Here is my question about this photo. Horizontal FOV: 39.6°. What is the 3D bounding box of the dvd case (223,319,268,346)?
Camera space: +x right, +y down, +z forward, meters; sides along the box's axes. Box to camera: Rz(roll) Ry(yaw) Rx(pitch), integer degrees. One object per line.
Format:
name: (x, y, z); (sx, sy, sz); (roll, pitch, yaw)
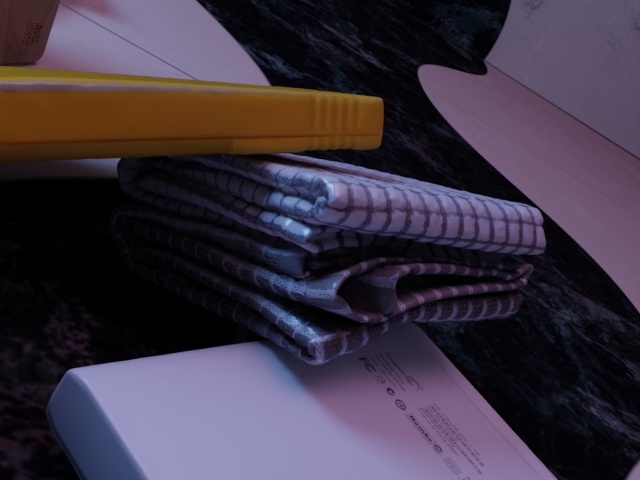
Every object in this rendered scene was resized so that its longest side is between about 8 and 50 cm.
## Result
dvd case: (0.001, 0.145, 0.660); (0.179, 0.029, 0.238); (31, 25, -12)

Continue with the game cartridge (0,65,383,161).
game cartridge: (-0.165, -0.095, 0.636); (0.324, 0.052, 0.285); (-4, 13, -41)

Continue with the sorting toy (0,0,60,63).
sorting toy: (-0.318, -0.284, 0.762); (0.089, 0.257, 0.255); (31, 22, 12)

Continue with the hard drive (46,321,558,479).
hard drive: (0.028, 0.158, 0.578); (0.233, 0.047, 0.353); (49, 26, 26)

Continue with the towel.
towel: (0.000, 0.000, 0.702); (0.235, 0.121, 0.284); (3, 10, -43)
